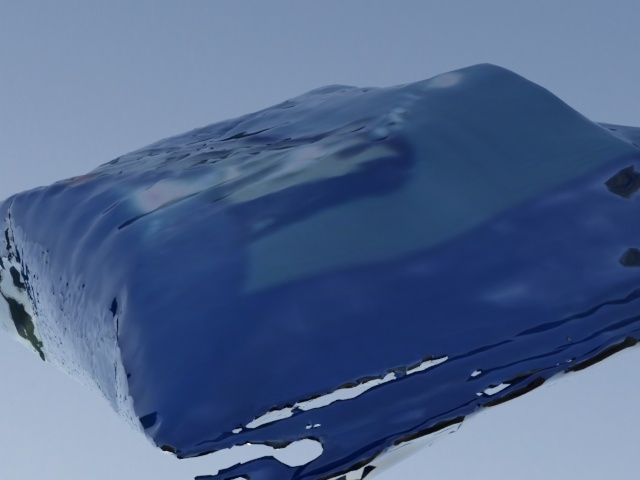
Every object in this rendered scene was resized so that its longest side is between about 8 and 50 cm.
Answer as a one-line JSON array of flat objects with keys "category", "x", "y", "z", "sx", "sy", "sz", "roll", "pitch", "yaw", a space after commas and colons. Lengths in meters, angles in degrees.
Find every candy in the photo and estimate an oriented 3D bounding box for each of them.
[{"category": "candy", "x": 0.000, "y": 0.000, "z": 0.473, "sx": 0.187, "sy": 0.331, "sz": 0.077, "roll": -18, "pitch": -79, "yaw": -21}]
